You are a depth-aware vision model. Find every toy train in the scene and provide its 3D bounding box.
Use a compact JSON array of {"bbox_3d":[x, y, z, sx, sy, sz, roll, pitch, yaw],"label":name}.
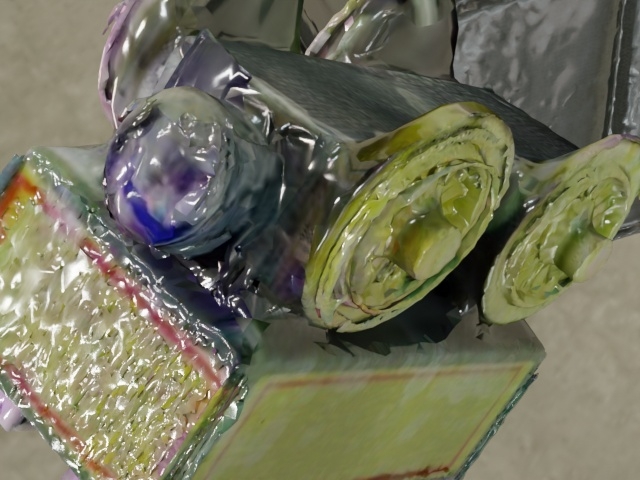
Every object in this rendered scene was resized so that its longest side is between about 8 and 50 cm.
[{"bbox_3d":[0.000,0.000,0.637,0.134,0.261,0.177,44,112,26],"label":"toy train"}]

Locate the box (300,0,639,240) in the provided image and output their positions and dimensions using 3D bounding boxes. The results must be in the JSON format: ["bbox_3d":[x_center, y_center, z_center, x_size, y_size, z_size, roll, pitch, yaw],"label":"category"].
[{"bbox_3d":[0.098,-0.176,1.070,0.204,0.251,0.345,89,159,-44],"label":"box"}]
